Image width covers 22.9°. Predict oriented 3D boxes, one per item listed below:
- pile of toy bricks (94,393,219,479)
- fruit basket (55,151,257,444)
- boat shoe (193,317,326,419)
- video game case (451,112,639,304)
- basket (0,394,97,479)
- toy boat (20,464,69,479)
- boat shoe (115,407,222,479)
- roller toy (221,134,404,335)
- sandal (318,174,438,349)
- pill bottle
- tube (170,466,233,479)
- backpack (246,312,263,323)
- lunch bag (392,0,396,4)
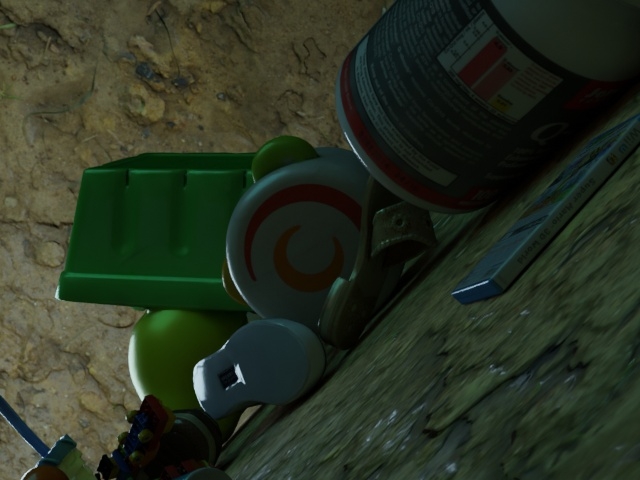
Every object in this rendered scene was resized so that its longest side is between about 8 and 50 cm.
[{"bbox_3d":[-0.149,0.244,1.544,0.105,0.118,0.212,-12,-39,-38],"label":"pile of toy bricks"},{"bbox_3d":[-0.132,0.079,1.984,0.392,0.392,0.283,-45,-8,23],"label":"fruit basket"},{"bbox_3d":[-0.050,0.127,1.664,0.084,0.095,0.258,-16,-2,-31],"label":"boat shoe"},{"bbox_3d":[0.166,-0.021,1.144,0.166,0.015,0.119,-47,1,-10],"label":"video game case"},{"bbox_3d":[-0.409,0.342,1.986,0.201,0.289,0.255,-41,2,42],"label":"basket"},{"bbox_3d":[-0.269,0.308,1.734,0.151,0.151,0.231,-46,2,-17],"label":"toy boat"},{"bbox_3d":[-0.163,0.238,1.801,0.095,0.095,0.257,-40,-2,-35],"label":"boat shoe"},{"bbox_3d":[0.000,0.000,1.722,0.146,0.191,0.209,-58,-11,-75],"label":"roller toy"},{"bbox_3d":[0.080,0.005,1.582,0.088,0.079,0.240,21,-89,-59],"label":"sandal"},{"bbox_3d":[0.186,-0.196,1.446,0.363,0.210,0.210,-44,3,47],"label":"pill bottle"},{"bbox_3d":[-0.129,0.243,1.391,0.052,0.080,0.207,-1,-17,-23],"label":"tube"},{"bbox_3d":[-0.088,0.050,2.295,0.290,0.273,0.355,-35,22,45],"label":"backpack"},{"bbox_3d":[0.189,-0.225,1.786,0.160,0.223,0.262,-53,7,-33],"label":"lunch bag"}]
